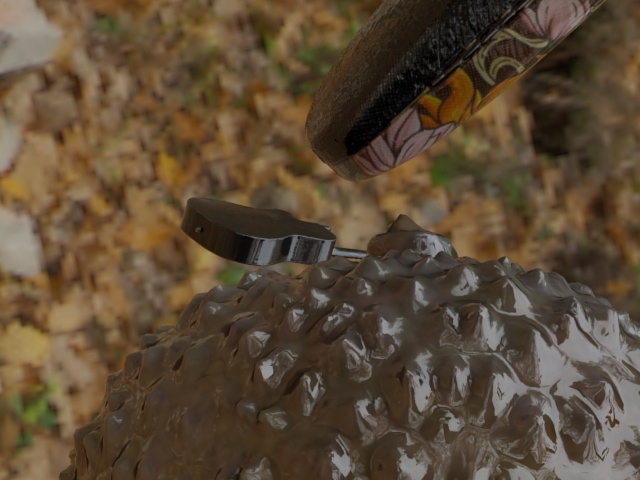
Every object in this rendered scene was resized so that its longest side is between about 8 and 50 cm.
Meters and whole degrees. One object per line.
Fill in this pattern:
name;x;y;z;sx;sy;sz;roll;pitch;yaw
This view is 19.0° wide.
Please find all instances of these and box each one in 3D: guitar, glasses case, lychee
guitar;0.000;0.000;1.478;0.233;0.088;0.025;5;108;-37
glasses case;0.116;-0.156;1.089;0.082;0.321;0.122;44;16;-12
lychee;0.050;0.193;0.978;0.380;0.380;0.432;33;52;-58
